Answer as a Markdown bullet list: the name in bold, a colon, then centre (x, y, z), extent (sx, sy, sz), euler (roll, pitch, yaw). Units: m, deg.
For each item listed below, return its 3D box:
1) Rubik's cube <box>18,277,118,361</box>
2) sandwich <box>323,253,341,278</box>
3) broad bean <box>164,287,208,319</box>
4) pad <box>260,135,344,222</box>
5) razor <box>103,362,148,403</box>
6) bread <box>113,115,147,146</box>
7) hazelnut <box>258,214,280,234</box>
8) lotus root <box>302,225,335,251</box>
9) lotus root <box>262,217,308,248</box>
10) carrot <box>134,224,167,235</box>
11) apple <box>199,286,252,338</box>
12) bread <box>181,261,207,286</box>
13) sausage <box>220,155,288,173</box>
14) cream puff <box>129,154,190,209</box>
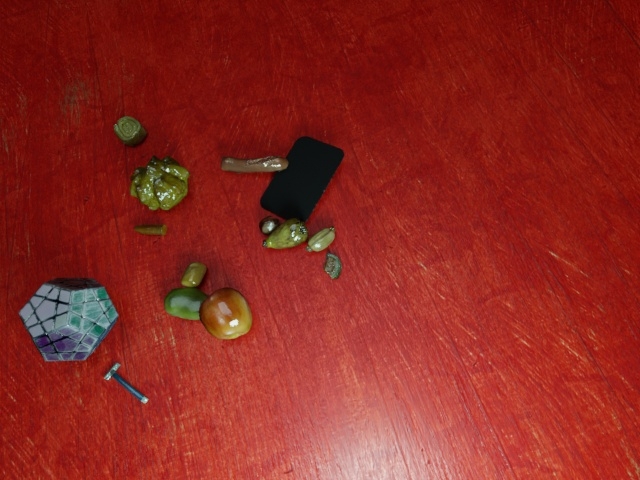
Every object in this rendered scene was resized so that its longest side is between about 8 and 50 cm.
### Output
- **Rubik's cube**: centre (-0.901, 0.279, 1.509), extent (0.264, 0.319, 0.318), euler (35, 74, -11)
- **sandwich**: centre (0.048, 0.101, 1.617), extent (0.070, 0.026, 0.101), euler (7, 70, 7)
- **broad bean**: centre (-0.510, 0.240, 1.594), extent (0.175, 0.082, 0.124), euler (5, 69, -3)
- **pad**: centre (-0.099, -0.265, 1.786), extent (0.315, 0.063, 0.375), euler (27, 80, 22)
- **razor**: centre (-0.701, 0.525, 1.514), extent (0.191, 0.037, 0.068), euler (32, 73, 17)
- **bread**: centre (-0.884, -0.507, 1.933), extent (0.117, 0.064, 0.156), euler (-40, 69, -15)
- **hazelnut**: centre (-0.206, -0.064, 1.685), extent (0.087, 0.086, 0.086), euler (-2, 68, 5)
- **lotus root**: centre (0.000, 0.000, 1.643), extent (0.150, 0.062, 0.073), euler (-38, 62, -10)
- **lotus root**: centre (-0.140, -0.019, 1.647), extent (0.191, 0.094, 0.108), euler (-23, 91, 8)
- **carrot**: centre (-0.714, -0.044, 1.741), extent (0.139, 0.048, 0.048), euler (1, 68, 9)
- **apple**: centre (-0.336, 0.269, 1.515), extent (0.200, 0.199, 0.199), euler (-2, 68, 5)
- **bread**: centre (-0.493, 0.127, 1.625), extent (0.082, 0.056, 0.115), euler (9, 41, 10)
- **sausage**: centre (-0.287, -0.324, 1.783), extent (0.305, 0.078, 0.078), euler (3, 68, 15)
- **cream puff**: centre (-0.674, -0.247, 1.758), extent (0.245, 0.196, 0.243), euler (9, 67, -23)
